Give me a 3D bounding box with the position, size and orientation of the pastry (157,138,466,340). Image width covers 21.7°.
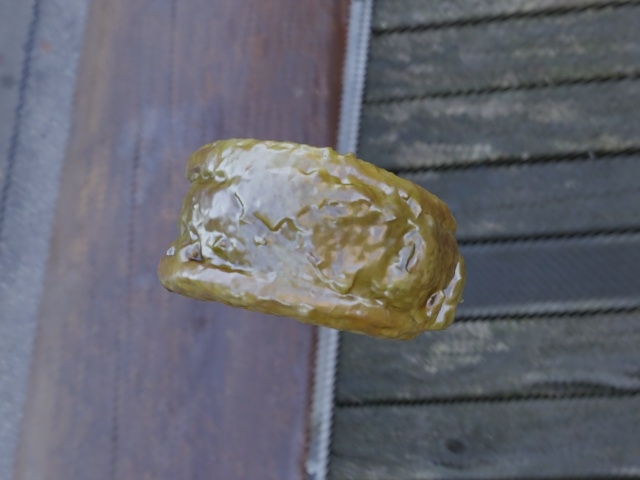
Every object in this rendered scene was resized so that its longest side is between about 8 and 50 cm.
[{"bbox_3d":[0.000,0.000,1.293,0.240,0.235,0.132,10,88,59],"label":"pastry"}]
